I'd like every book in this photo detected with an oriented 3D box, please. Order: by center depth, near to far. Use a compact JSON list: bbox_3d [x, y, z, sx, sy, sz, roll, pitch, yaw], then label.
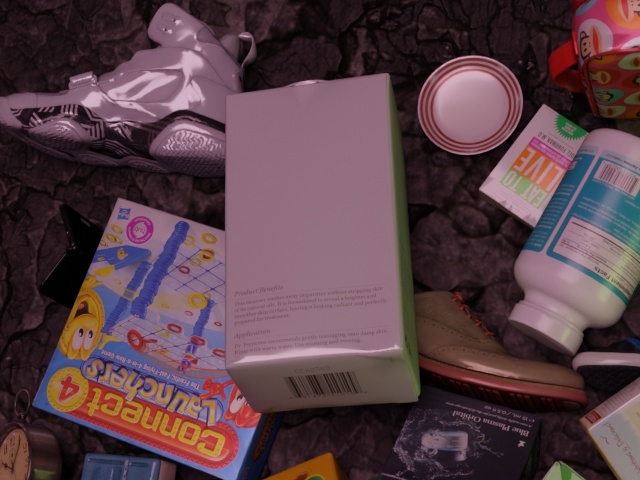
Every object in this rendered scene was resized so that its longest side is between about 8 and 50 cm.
[{"bbox_3d":[0.288,-0.093,1.817,0.096,0.035,0.144,35,84,17],"label":"book"}]

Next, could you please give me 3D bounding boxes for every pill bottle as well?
[{"bbox_3d":[0.333,0.006,1.713,0.146,0.146,0.264,28,83,20],"label":"pill bottle"}]

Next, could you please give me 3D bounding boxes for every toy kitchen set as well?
[{"bbox_3d":[-0.289,0.364,1.743,0.122,0.166,0.207,-1,73,30],"label":"toy kitchen set"}]

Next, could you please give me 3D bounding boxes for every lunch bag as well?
[{"bbox_3d":[0.405,-0.229,1.687,0.258,0.293,0.120,-9,77,11],"label":"lunch bag"}]

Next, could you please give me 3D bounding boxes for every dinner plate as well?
[{"bbox_3d":[0.201,-0.180,1.869,0.141,0.017,0.141,-4,73,14],"label":"dinner plate"}]

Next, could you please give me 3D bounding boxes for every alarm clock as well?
[{"bbox_3d":[-0.388,0.287,1.837,0.129,0.064,0.192,-32,56,43],"label":"alarm clock"}]

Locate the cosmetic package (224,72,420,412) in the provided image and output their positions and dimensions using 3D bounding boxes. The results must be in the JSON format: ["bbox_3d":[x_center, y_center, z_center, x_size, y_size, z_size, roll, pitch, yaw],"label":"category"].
[{"bbox_3d":[0.000,0.000,1.702,0.217,0.156,0.385,-5,60,10],"label":"cosmetic package"}]

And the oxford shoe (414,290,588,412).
[{"bbox_3d":[0.170,0.124,1.735,0.348,0.123,0.130,15,73,17],"label":"oxford shoe"}]

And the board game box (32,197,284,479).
[{"bbox_3d":[-0.178,0.133,1.837,0.308,0.086,0.302,17,79,18],"label":"board game box"}]

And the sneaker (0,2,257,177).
[{"bbox_3d":[-0.263,-0.213,1.937,0.366,0.137,0.210,8,76,11],"label":"sneaker"}]

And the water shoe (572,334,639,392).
[{"bbox_3d":[0.410,0.136,1.707,0.203,0.073,0.080,-2,53,9],"label":"water shoe"}]

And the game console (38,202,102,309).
[{"bbox_3d":[-0.340,0.023,1.890,0.071,0.122,0.107,-22,70,7],"label":"game console"}]

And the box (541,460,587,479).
[{"bbox_3d":[0.344,0.381,1.556,0.262,0.231,0.126,38,87,20],"label":"box"}]

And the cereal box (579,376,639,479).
[{"bbox_3d":[0.448,0.213,1.635,0.240,0.047,0.173,-34,103,2],"label":"cereal box"}]

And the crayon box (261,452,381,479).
[{"bbox_3d":[-0.055,0.387,1.686,0.319,0.081,0.202,-24,38,7],"label":"crayon box"}]

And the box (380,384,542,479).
[{"bbox_3d":[0.169,0.273,1.668,0.156,0.093,0.158,13,43,17],"label":"box"}]
